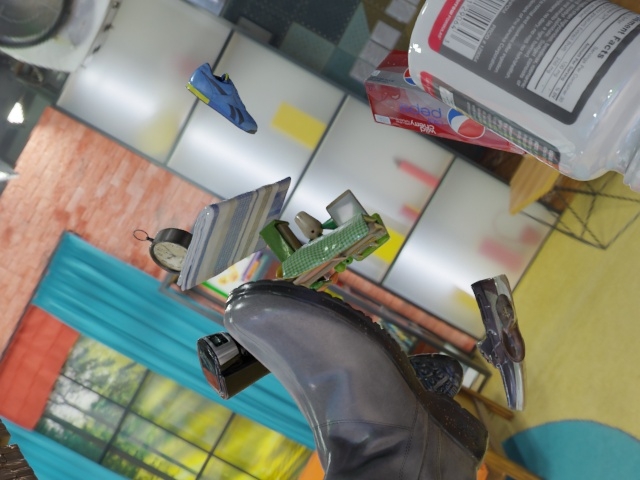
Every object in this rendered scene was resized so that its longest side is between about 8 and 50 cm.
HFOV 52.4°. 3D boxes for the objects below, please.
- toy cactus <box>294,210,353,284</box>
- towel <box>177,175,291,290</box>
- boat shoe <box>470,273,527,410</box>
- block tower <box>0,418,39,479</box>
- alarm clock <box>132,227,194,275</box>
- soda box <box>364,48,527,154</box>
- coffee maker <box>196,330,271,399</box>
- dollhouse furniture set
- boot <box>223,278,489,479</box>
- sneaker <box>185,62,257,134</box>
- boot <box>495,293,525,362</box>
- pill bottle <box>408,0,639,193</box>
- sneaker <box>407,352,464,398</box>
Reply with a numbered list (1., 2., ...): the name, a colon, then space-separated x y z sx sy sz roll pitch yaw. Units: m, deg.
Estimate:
1. toy cactus: 0.000 0.000 1.471 0.112 0.180 0.219 5 -58 -53
2. towel: -0.176 -0.023 1.362 0.285 0.034 0.209 -30 -30 -54
3. boat shoe: 0.378 0.217 1.380 0.103 0.092 0.286 5 -104 -71
4. block tower: -0.510 0.345 0.973 0.097 0.335 0.091 5 -65 -54
5. alarm clock: -0.366 0.017 1.589 0.129 0.191 0.064 -52 19 48
6. soda box: 0.201 -0.209 0.961 0.092 0.263 0.084 -50 -38 -26
7. coffee maker: -0.134 0.231 1.267 0.178 0.171 0.120 -26 11 -27
8. dollhouse furniture set: -0.007 -0.015 1.117 0.197 0.151 0.301 -38 -8 9
9. boot: 0.020 0.204 0.601 0.118 0.338 0.223 -38 20 50
10. sneaker: -0.201 -0.315 1.455 0.082 0.209 0.069 -51 42 4
11. boot: 0.303 0.142 1.040 0.114 0.037 0.107 37 -142 -71
12. pill bottle: 0.268 -0.176 0.713 0.176 0.318 0.176 -39 -28 -25
13. sneaker: 0.121 0.251 1.071 0.286 0.109 0.130 -35 -6 35
